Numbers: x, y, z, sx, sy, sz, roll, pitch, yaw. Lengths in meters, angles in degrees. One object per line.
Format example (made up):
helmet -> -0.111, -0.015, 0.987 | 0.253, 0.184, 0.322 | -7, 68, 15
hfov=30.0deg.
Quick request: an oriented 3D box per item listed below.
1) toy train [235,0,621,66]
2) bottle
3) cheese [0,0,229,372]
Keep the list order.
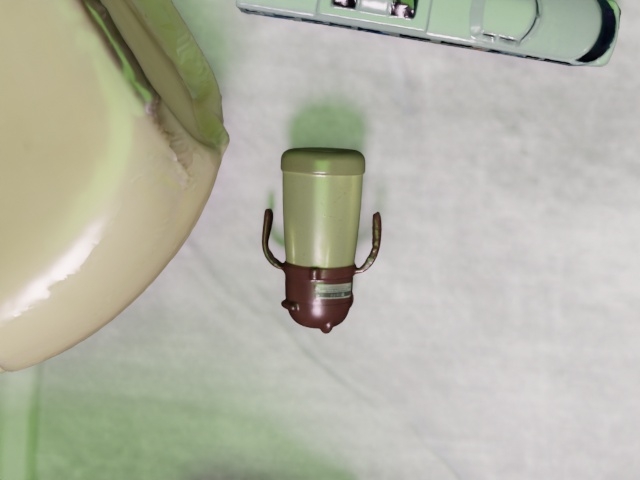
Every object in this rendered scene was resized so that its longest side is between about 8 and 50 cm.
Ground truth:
toy train -> 0.060, -0.129, 0.646 | 0.207, 0.047, 0.043 | 9, 96, 1
bottle -> -0.001, 0.000, 0.659 | 0.063, 0.047, 0.101 | 8, 101, 36
cheese -> -0.183, -0.068, 0.615 | 0.233, 0.127, 0.266 | -34, 91, 6
